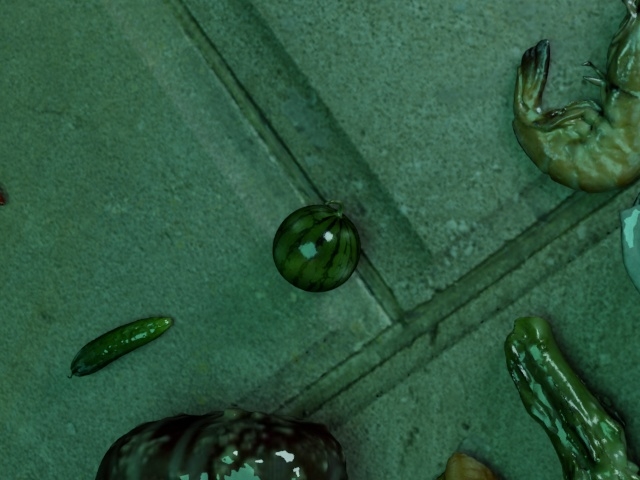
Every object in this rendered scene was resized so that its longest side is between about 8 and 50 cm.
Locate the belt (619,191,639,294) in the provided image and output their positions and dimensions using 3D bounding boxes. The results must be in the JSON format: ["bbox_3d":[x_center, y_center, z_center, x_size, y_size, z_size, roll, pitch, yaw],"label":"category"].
[{"bbox_3d":[0.418,-0.010,1.584,0.207,0.150,0.257,38,111,22],"label":"belt"}]

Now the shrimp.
[{"bbox_3d":[0.288,-0.194,1.661,0.169,0.058,0.296,20,110,21],"label":"shrimp"}]

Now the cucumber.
[{"bbox_3d":[-0.252,0.128,1.958,0.168,0.039,0.039,-27,88,23],"label":"cucumber"}]

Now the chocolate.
[{"bbox_3d":[-0.111,0.294,1.836,0.340,0.225,0.210,-1,86,23],"label":"chocolate"}]

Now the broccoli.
[{"bbox_3d":[0.277,0.220,1.708,0.165,0.145,0.304,-31,74,21],"label":"broccoli"}]

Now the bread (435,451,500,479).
[{"bbox_3d":[0.191,0.368,1.759,0.260,0.134,0.129,48,115,9],"label":"bread"}]

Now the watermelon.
[{"bbox_3d":[-0.001,0.005,1.798,0.109,0.109,0.109,4,101,23],"label":"watermelon"}]

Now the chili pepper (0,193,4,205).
[{"bbox_3d":[-0.501,-0.125,2.010,0.272,0.063,0.071,45,126,7],"label":"chili pepper"}]
